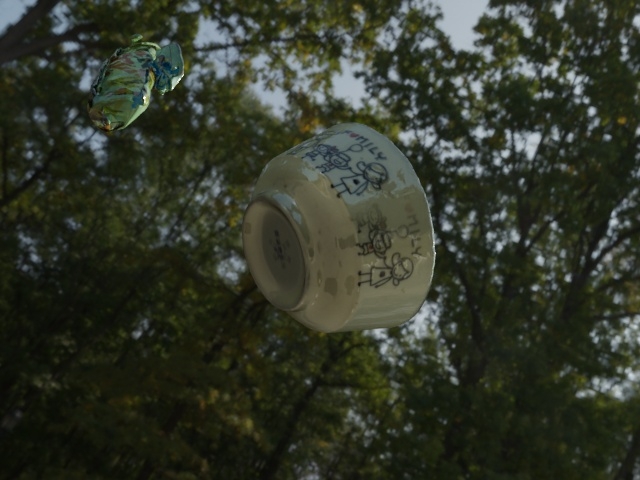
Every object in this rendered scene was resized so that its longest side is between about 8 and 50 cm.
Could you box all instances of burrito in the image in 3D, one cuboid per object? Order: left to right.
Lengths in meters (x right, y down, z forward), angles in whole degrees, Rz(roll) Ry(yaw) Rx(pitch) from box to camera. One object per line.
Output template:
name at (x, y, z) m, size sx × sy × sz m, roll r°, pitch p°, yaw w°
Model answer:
burrito at (-0.219, -0.202, 0.969) m, size 0.104 × 0.288 × 0.054 m, roll -11°, pitch -63°, yaw -3°

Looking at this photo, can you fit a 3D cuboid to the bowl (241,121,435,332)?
bowl at (0.000, 0.000, 0.853) m, size 0.237 × 0.126 × 0.238 m, roll 29°, pitch -53°, yaw 46°
